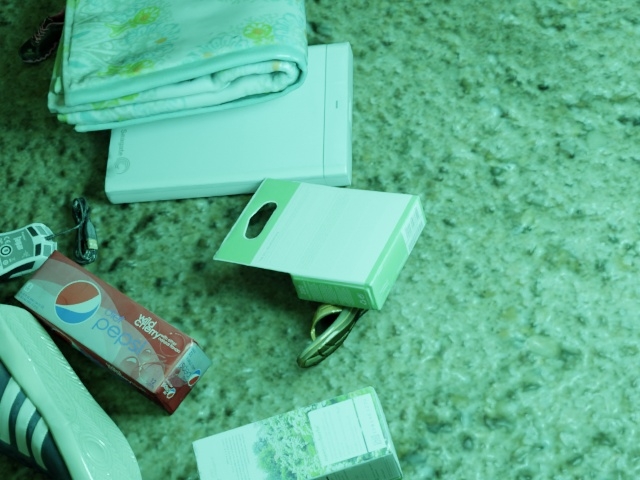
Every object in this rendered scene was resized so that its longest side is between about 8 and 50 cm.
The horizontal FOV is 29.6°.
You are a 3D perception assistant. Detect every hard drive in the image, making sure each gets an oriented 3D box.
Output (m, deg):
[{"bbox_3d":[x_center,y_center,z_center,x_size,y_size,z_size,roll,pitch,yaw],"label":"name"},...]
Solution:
[{"bbox_3d":[-0.131,-0.174,1.773,0.353,0.047,0.233,-4,60,10],"label":"hard drive"}]

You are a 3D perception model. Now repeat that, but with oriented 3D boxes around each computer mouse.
[{"bbox_3d":[-0.414,0.011,1.732,0.193,0.042,0.106,-18,64,-7],"label":"computer mouse"}]

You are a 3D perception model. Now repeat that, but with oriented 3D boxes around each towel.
[{"bbox_3d":[-0.207,-0.310,1.795,0.375,0.090,0.320,-9,46,4],"label":"towel"}]

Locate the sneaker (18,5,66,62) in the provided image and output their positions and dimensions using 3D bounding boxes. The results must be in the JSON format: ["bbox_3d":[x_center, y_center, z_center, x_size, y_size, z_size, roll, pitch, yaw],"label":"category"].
[{"bbox_3d":[-0.432,-0.330,1.917,0.119,0.057,0.047,-37,63,-8],"label":"sneaker"}]

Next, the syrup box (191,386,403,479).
[{"bbox_3d":[-0.029,0.269,1.477,0.237,0.096,0.093,-18,58,2],"label":"syrup box"}]

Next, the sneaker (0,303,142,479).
[{"bbox_3d":[-0.363,0.253,1.555,0.148,0.131,0.350,-43,66,11],"label":"sneaker"}]

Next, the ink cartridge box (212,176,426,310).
[{"bbox_3d":[0.000,0.000,1.605,0.235,0.056,0.171,7,47,28],"label":"ink cartridge box"}]

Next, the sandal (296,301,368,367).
[{"bbox_3d":[0.022,0.096,1.576,0.049,0.072,0.180,35,67,14],"label":"sandal"}]

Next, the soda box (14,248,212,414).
[{"bbox_3d":[-0.279,0.121,1.620,0.263,0.083,0.092,29,71,25],"label":"soda box"}]
